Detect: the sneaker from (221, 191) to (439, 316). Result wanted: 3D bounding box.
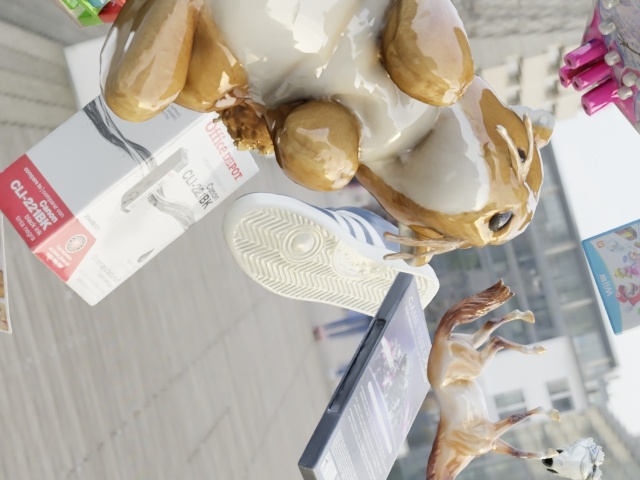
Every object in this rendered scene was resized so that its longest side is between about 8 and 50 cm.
[{"bbox_3d":[0.000,0.000,1.652,0.350,0.131,0.148,26,25,-37],"label":"sneaker"}]

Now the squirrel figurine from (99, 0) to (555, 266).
[{"bbox_3d":[0.027,-0.153,1.050,0.370,0.281,0.397,36,6,-25],"label":"squirrel figurine"}]

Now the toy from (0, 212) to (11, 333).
[{"bbox_3d":[-0.487,0.010,1.643,0.056,0.136,0.237,-30,125,-52],"label":"toy"}]

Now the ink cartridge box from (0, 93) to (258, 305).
[{"bbox_3d":[-0.225,-0.075,1.437,0.114,0.273,0.197,47,-6,23],"label":"ink cartridge box"}]

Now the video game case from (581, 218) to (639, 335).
[{"bbox_3d":[0.394,0.025,1.382,0.015,0.166,0.119,28,43,-63],"label":"video game case"}]

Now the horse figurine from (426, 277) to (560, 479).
[{"bbox_3d":[0.191,0.180,1.456,0.066,0.174,0.263,-173,-106,-81],"label":"horse figurine"}]

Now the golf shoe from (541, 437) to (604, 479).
[{"bbox_3d":[0.384,0.336,1.886,0.176,0.086,0.069,67,29,-80],"label":"golf shoe"}]

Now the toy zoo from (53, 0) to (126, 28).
[{"bbox_3d":[-0.253,-0.310,1.290,0.192,0.030,0.293,46,-20,-29],"label":"toy zoo"}]

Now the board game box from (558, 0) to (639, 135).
[{"bbox_3d":[0.364,-0.111,1.106,0.390,0.050,0.390,55,-8,19],"label":"board game box"}]

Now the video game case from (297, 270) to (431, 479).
[{"bbox_3d":[0.062,0.200,1.409,0.274,0.026,0.196,-61,150,-33],"label":"video game case"}]
